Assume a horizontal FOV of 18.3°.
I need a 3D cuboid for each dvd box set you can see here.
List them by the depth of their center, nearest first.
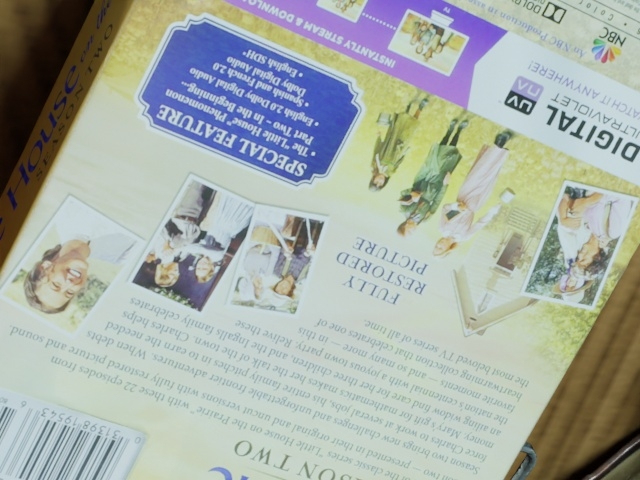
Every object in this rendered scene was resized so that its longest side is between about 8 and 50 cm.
[{"bbox_3d":[0.000,0.000,0.985,0.307,0.062,0.420,21,105,-25],"label":"dvd box set"}]

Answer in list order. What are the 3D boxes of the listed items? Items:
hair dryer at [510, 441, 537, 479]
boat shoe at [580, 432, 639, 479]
[{"bbox_3d":[-0.025,0.157,1.127,0.293,0.080,0.223,-33,117,-1],"label":"hair dryer"},{"bbox_3d":[0.253,0.128,1.185,0.123,0.123,0.342,32,125,-32],"label":"boat shoe"}]
